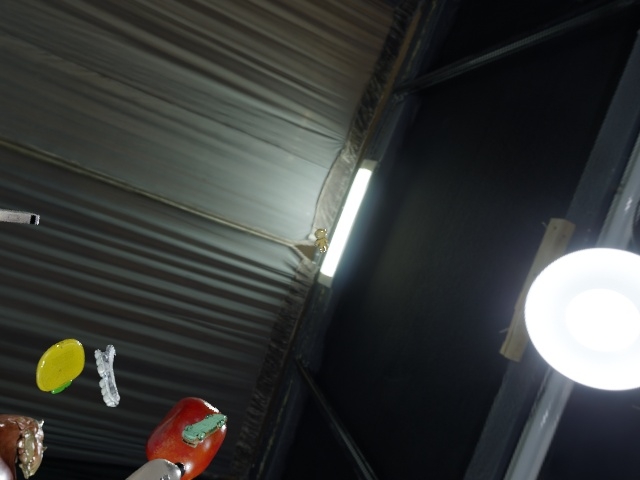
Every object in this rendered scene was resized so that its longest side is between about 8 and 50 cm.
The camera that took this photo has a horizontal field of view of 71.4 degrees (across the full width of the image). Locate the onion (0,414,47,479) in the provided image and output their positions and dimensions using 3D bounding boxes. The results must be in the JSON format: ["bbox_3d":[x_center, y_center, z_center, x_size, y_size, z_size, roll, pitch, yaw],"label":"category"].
[{"bbox_3d":[-0.743,0.455,0.821,0.353,0.354,0.353,-54,-155,39],"label":"onion"}]

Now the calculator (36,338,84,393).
[{"bbox_3d":[-0.828,0.407,1.425,0.146,0.032,0.234,-29,146,-48],"label":"calculator"}]

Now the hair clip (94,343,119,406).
[{"bbox_3d":[-0.645,0.420,1.364,0.220,0.054,0.140,57,-28,36],"label":"hair clip"}]

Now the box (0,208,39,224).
[{"bbox_3d":[-0.950,-0.078,1.250,0.129,0.247,0.032,10,-89,41],"label":"box"}]

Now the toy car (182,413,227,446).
[{"bbox_3d":[-0.293,0.479,1.139,0.059,0.122,0.035,5,-83,33],"label":"toy car"}]

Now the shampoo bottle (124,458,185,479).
[{"bbox_3d":[-0.445,0.643,1.139,0.078,0.257,0.127,-20,-97,20],"label":"shampoo bottle"}]

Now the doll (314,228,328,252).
[{"bbox_3d":[0.004,0.001,1.717,0.051,0.062,0.093,-23,-94,69],"label":"doll"}]

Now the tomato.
[{"bbox_3d":[-0.575,0.851,1.921,0.325,0.293,0.289,-43,164,-50],"label":"tomato"}]
